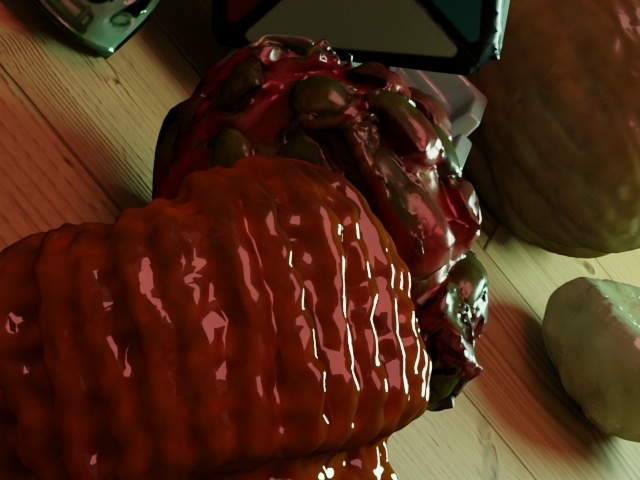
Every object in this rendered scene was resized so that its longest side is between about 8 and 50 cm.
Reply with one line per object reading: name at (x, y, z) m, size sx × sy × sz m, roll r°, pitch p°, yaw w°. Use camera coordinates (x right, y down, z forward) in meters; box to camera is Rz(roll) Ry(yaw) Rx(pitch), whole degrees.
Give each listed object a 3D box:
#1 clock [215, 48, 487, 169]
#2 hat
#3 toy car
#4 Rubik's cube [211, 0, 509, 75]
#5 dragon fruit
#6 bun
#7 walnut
clock at (0.037, -0.144, 1.556) m, size 0.231 × 0.116 × 0.262 m, roll 47°, pitch 26°, yaw -10°
hat at (-0.026, 0.159, 0.927) m, size 0.285 × 0.285 × 0.400 m, roll -3°, pitch 64°, yaw -59°
toy car at (-0.158, -0.267, 1.378) m, size 0.136 × 0.125 × 0.306 m, roll 47°, pitch 25°, yaw -13°
Rubik's cube at (0.046, -0.303, 1.421) m, size 0.246 × 0.248 × 0.250 m, roll -72°, pitch 166°, yaw -63°
dragon fruit at (0.007, -0.008, 1.208) m, size 0.231 × 0.237 × 0.303 m, roll 11°, pitch 41°, yaw -48°
bun at (0.318, 0.133, 1.653) m, size 0.231 × 0.133 × 0.231 m, roll 25°, pitch 18°, yaw -9°
walnut at (0.282, -0.153, 1.771) m, size 0.344 × 0.306 × 0.306 m, roll 57°, pitch 26°, yaw 3°
